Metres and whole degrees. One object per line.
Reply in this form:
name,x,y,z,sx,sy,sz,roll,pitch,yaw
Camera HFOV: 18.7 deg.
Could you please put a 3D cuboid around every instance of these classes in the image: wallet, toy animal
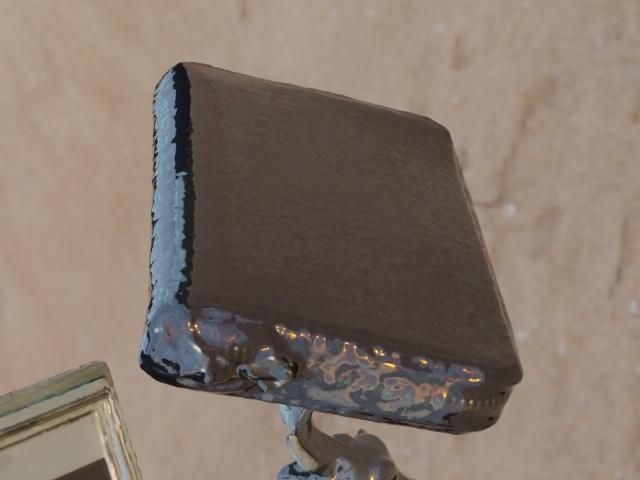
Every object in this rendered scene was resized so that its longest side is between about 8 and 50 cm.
wallet,0.000,0.000,0.796,0.250,0.149,0.044,-100,24,-62
toy animal,0.010,0.186,1.281,0.137,0.269,0.082,-32,41,6

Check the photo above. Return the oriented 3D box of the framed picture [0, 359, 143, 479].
framed picture,-0.142,0.187,0.719,0.018,0.293,0.231,-14,94,38
